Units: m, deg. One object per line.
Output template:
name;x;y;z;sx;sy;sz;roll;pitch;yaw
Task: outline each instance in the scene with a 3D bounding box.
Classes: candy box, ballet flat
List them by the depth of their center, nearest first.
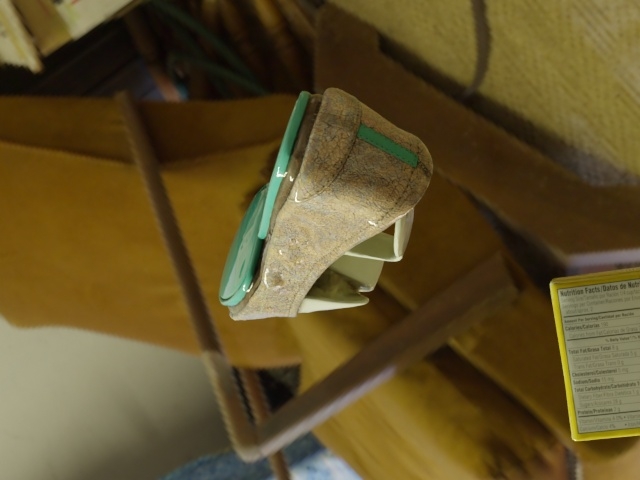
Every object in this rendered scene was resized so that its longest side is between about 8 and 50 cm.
candy box;0.253;0.062;0.725;0.027;0.206;0.105;-14;-83;-76
ballet flat;0.000;0.000;0.800;0.106;0.107;0.316;18;162;-7
